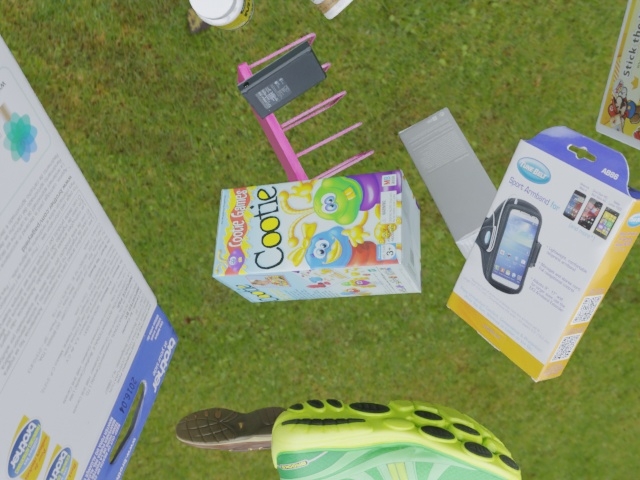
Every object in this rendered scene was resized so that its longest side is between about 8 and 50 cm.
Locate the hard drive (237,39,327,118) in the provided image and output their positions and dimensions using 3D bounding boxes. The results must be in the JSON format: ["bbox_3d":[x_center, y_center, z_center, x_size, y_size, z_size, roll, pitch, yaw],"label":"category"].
[{"bbox_3d":[-0.061,-0.265,1.083,0.135,0.022,0.094,-31,155,6],"label":"hard drive"}]

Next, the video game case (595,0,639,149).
[{"bbox_3d":[0.314,-0.164,0.497,0.026,0.206,0.227,-5,117,-18],"label":"video game case"}]

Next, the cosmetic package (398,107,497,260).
[{"bbox_3d":[0.234,-0.090,1.094,0.107,0.238,0.127,-27,149,14],"label":"cosmetic package"}]

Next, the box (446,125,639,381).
[{"bbox_3d":[0.133,0.004,0.384,0.028,0.081,0.136,1,119,-38],"label":"box"}]

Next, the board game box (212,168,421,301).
[{"bbox_3d":[0.000,0.000,0.966,0.275,0.142,0.144,-5,158,18],"label":"board game box"}]

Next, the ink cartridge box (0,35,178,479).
[{"bbox_3d":[-0.186,0.044,0.382,0.065,0.186,0.311,0,139,16],"label":"ink cartridge box"}]

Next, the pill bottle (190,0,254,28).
[{"bbox_3d":[-0.224,-0.543,1.469,0.119,0.208,0.119,1,104,4],"label":"pill bottle"}]

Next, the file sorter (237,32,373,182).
[{"bbox_3d":[-0.033,-0.271,1.416,0.182,0.202,0.291,-29,97,-5],"label":"file sorter"}]

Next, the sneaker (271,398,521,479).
[{"bbox_3d":[0.087,0.265,0.782,0.295,0.109,0.123,6,106,0],"label":"sneaker"}]

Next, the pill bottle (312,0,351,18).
[{"bbox_3d":[-0.006,-0.709,1.700,0.131,0.131,0.229,-41,107,12],"label":"pill bottle"}]

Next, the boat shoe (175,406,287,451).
[{"bbox_3d":[-0.127,0.292,0.973,0.178,0.064,0.060,-4,127,4],"label":"boat shoe"}]
